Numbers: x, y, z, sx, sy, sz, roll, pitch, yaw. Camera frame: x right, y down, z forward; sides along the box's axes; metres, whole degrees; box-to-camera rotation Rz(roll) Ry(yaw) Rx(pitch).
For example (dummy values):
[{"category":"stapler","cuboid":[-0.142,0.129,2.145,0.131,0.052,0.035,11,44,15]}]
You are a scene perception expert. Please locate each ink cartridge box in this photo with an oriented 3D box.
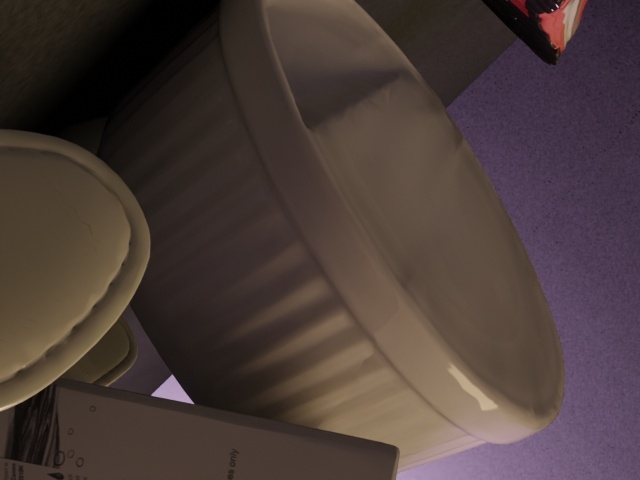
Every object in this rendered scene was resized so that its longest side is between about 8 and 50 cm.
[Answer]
[{"category":"ink cartridge box","cuboid":[-0.126,0.137,0.767,0.197,0.272,0.114,128,-27,-66]}]

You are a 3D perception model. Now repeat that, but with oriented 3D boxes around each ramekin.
[{"category":"ramekin","cuboid":[0.000,0.000,0.874,0.127,0.273,0.273,-31,-179,19]}]

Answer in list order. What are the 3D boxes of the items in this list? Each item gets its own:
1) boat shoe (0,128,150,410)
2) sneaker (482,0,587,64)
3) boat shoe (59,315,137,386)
[{"category":"boat shoe","cuboid":[-0.187,0.053,0.583,0.305,0.109,0.091,-33,171,-41]},{"category":"sneaker","cuboid":[0.204,-0.240,1.412,0.136,0.116,0.314,-45,176,-3]},{"category":"boat shoe","cuboid":[-0.202,0.100,1.093,0.068,0.081,0.227,-36,175,29]}]
